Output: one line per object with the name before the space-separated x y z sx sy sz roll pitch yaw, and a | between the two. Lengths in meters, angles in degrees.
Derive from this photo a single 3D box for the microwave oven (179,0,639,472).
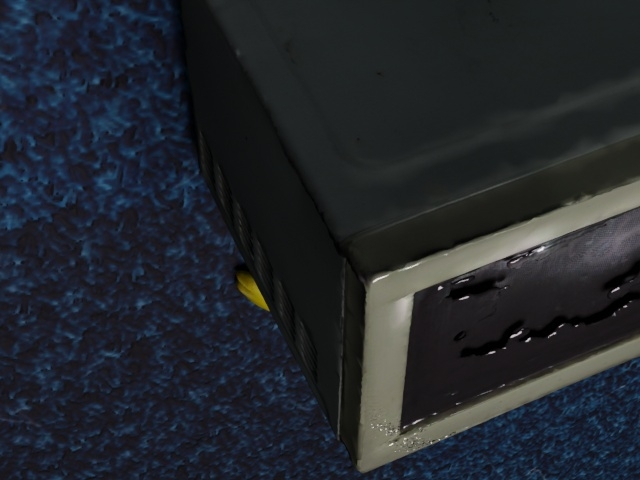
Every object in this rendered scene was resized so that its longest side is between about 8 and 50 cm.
microwave oven | 0.128 -0.066 0.761 0.355 0.286 0.218 -21 145 -14

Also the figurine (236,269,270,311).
figurine | 0.008 -0.001 0.933 0.130 0.109 0.178 3 134 -7
